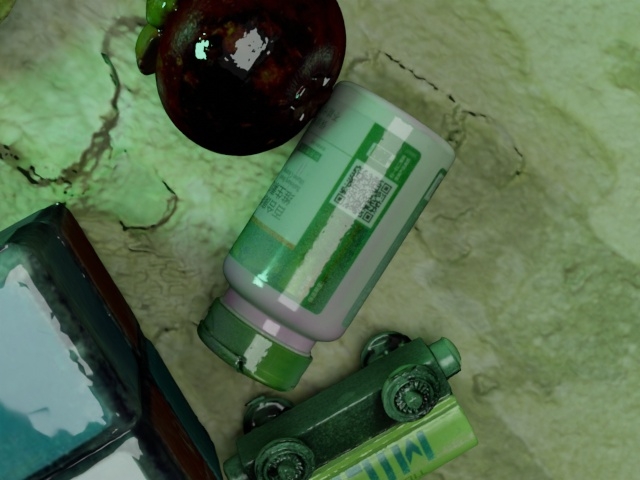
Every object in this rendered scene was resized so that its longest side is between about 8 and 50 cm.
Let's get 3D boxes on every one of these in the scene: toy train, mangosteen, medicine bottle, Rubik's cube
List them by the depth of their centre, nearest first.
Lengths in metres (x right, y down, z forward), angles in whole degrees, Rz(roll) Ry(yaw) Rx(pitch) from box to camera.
[{"bbox_3d":[-0.277,0.183,0.907,0.316,0.313,0.318,-30,101,-4],"label":"Rubik's cube"},{"bbox_3d":[-0.077,-0.174,0.969,0.200,0.200,0.200,-2,99,-10],"label":"mangosteen"},{"bbox_3d":[0.000,0.000,1.018,0.133,0.133,0.274,31,92,-13],"label":"medicine bottle"},{"bbox_3d":[0.039,0.198,1.079,0.253,0.105,0.157,-30,116,-2],"label":"toy train"}]

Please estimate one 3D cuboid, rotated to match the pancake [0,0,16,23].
[{"bbox_3d":[-0.403,-0.272,0.894,0.356,0.065,0.356,1,117,1],"label":"pancake"}]
